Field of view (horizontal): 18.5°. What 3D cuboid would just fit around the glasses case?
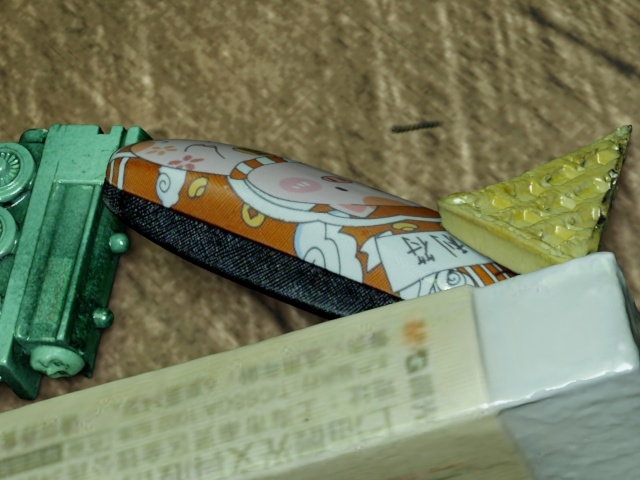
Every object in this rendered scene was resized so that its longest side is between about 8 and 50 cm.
[{"bbox_3d":[0.000,0.000,1.040,0.267,0.103,0.067,20,105,32],"label":"glasses case"}]

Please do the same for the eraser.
[{"bbox_3d":[-0.001,0.109,0.952,0.343,0.144,0.078,-16,54,13],"label":"eraser"}]

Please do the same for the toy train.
[{"bbox_3d":[-0.157,0.010,1.129,0.111,0.071,0.170,1,61,16],"label":"toy train"}]

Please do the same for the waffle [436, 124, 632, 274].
[{"bbox_3d":[0.140,-0.017,0.989,0.153,0.023,0.097,-22,37,-39],"label":"waffle"}]
